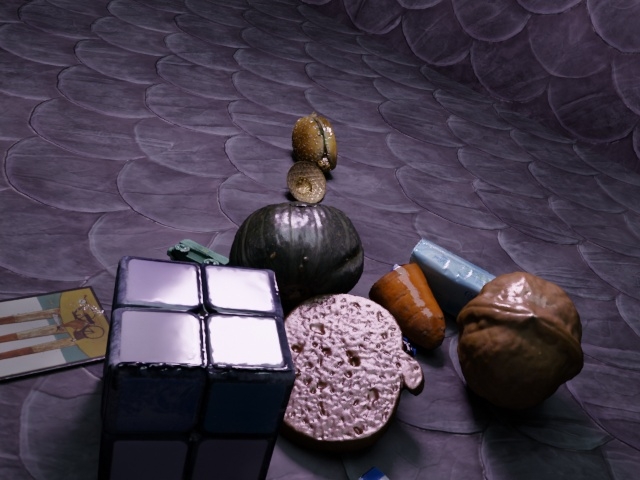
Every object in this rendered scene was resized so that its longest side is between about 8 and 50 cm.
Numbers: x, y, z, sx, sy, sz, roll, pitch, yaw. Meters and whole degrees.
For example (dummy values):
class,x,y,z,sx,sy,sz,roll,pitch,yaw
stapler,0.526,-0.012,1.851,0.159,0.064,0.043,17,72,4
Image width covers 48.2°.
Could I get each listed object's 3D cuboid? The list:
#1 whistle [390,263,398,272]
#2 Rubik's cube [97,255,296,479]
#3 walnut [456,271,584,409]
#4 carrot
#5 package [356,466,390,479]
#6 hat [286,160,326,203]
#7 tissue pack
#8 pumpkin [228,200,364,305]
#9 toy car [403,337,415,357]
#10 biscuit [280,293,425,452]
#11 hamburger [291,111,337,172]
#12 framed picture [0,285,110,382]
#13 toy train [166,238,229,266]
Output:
class,x,y,z,sx,sy,sz,roll,pitch,yaw
whistle,0.210,0.097,2.047,0.033,0.029,0.083,5,37,12
Rubik's cube,-0.244,0.245,1.339,0.316,0.318,0.313,6,34,-18
walnut,0.456,0.226,1.648,0.306,0.344,0.306,0,65,1
carrot,0.245,0.180,1.838,0.159,0.159,0.225,-11,51,-36
package,0.110,0.522,1.348,0.171,0.027,0.173,-22,47,-40
hat,-0.059,-0.179,2.323,0.146,0.067,0.146,8,74,-28
tissue pack,0.358,0.123,1.935,0.263,0.177,0.089,29,54,19
pumpkin,-0.058,0.041,1.786,0.327,0.291,0.258,14,57,-25
toy car,0.124,0.284,1.677,0.216,0.063,0.103,-13,42,-27
biscuit,0.053,0.285,1.568,0.350,0.070,0.394,11,45,11
hamburger,-0.019,-0.326,2.451,0.122,0.189,0.215,-9,41,-20
framed picture,-0.613,0.197,1.532,0.323,0.013,0.244,-8,39,-35
toy train,-0.309,0.054,1.841,0.172,0.070,0.099,25,26,16
